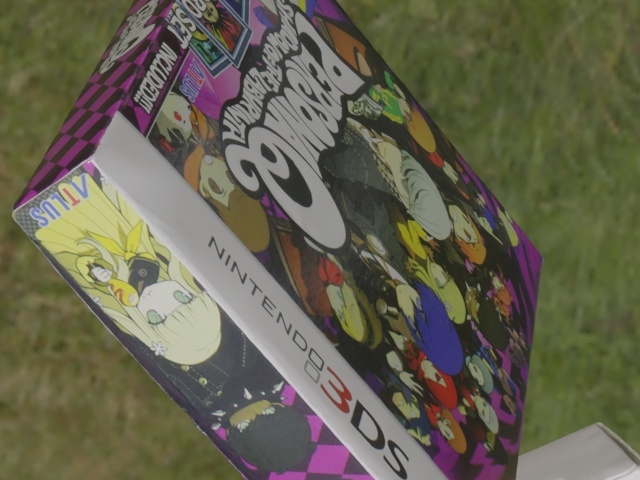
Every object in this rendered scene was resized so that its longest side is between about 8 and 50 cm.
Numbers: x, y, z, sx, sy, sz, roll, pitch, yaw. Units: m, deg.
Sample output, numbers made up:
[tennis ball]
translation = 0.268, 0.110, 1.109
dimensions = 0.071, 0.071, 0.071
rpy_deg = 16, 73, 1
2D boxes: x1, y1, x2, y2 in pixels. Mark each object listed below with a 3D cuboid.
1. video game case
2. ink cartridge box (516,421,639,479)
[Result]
[video game case]
translation = 0.000, 0.000, 0.719
dimensions = 0.042, 0.232, 0.210
rpy_deg = -31, 110, 25
[ink cartridge box]
translation = 0.165, 0.244, 1.324
dimensions = 0.148, 0.086, 0.203
rpy_deg = -22, 111, -8
